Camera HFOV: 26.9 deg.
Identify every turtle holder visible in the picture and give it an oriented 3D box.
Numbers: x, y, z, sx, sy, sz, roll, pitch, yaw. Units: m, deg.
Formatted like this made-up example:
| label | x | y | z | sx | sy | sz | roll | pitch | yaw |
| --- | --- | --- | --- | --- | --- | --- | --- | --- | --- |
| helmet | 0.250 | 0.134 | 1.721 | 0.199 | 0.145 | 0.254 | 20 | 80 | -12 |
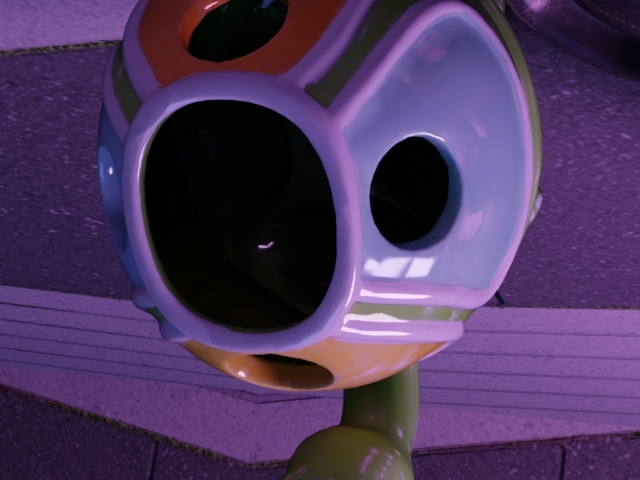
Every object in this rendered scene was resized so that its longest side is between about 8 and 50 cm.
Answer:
| label | x | y | z | sx | sy | sz | roll | pitch | yaw |
| --- | --- | --- | --- | --- | --- | --- | --- | --- | --- |
| turtle holder | -0.016 | -0.012 | 0.730 | 0.243 | 0.320 | 0.227 | 22 | -158 | 9 |

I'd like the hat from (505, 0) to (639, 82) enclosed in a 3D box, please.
| label | x | y | z | sx | sy | sz | roll | pitch | yaw |
| --- | --- | --- | --- | --- | --- | --- | --- | --- | --- |
| hat | 0.173 | -0.140 | 0.570 | 0.331 | 0.134 | 0.331 | 8 | 162 | 3 |
